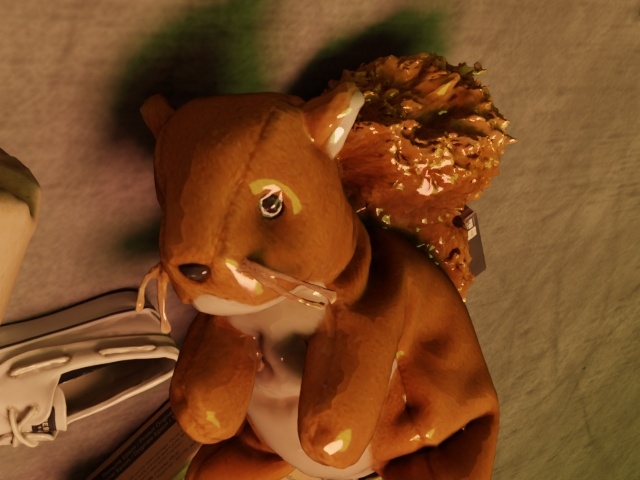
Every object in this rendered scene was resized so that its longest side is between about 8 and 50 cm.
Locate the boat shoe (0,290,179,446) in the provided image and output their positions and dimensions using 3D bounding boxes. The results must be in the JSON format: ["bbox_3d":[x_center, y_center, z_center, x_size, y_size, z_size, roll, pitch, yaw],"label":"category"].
[{"bbox_3d":[-0.242,0.129,0.878,0.267,0.088,0.096,-18,140,-35],"label":"boat shoe"}]

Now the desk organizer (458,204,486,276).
[{"bbox_3d":[0.152,0.000,1.203,0.047,0.050,0.130,-38,148,-9],"label":"desk organizer"}]

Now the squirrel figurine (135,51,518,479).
[{"bbox_3d":[0.000,0.000,0.882,0.397,0.281,0.370,-60,138,-36],"label":"squirrel figurine"}]

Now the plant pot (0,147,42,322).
[{"bbox_3d":[-0.309,0.060,0.548,0.334,0.334,0.305,19,102,-55],"label":"plant pot"}]

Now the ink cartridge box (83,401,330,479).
[{"bbox_3d":[-0.116,0.275,1.149,0.193,0.088,0.235,-43,135,-3],"label":"ink cartridge box"}]

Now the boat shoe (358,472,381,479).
[{"bbox_3d":[0.033,0.345,1.470,0.153,0.056,0.048,-6,128,-54],"label":"boat shoe"}]
